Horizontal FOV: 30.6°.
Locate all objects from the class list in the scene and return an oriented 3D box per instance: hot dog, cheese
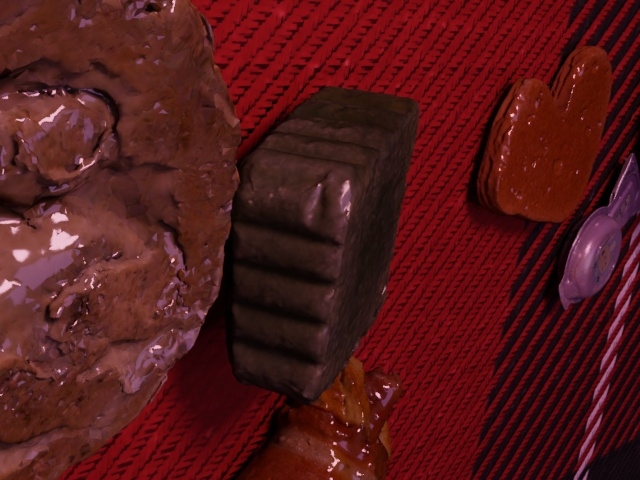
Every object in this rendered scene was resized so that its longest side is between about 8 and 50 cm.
[{"bbox_3d":[0.004,0.197,0.962,0.213,0.103,0.146,-60,142,-14],"label":"hot dog"},{"bbox_3d":[0.315,-0.004,1.316,0.191,0.042,0.105,-56,143,-22],"label":"cheese"}]

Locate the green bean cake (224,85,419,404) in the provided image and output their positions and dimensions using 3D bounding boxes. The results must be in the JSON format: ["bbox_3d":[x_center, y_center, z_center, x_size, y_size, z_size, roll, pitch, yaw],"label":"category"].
[{"bbox_3d":[0.000,0.000,0.831,0.183,0.094,0.185,-54,152,-56],"label":"green bean cake"}]

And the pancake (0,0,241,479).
[{"bbox_3d":[-0.200,0.014,0.625,0.387,0.082,0.386,-25,127,-37],"label":"pancake"}]

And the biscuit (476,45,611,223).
[{"bbox_3d":[0.222,-0.110,1.149,0.192,0.036,0.186,6,99,-53],"label":"biscuit"}]
